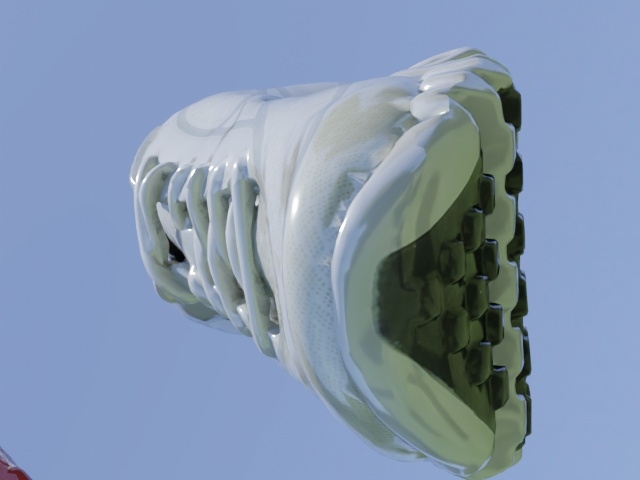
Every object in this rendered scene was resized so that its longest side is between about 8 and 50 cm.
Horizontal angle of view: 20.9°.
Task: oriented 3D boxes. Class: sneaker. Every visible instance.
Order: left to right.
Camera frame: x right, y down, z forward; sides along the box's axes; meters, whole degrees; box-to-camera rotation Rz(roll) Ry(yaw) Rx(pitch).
[{"bbox_3d":[0.000,0.000,0.499,0.292,0.118,0.110,-73,-18,-83],"label":"sneaker"}]

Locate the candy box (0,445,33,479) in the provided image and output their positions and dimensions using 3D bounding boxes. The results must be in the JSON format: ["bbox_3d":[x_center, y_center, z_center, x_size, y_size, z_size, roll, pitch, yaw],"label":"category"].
[{"bbox_3d":[-0.129,0.197,0.595,0.088,0.183,0.316,-22,-62,-24],"label":"candy box"}]
